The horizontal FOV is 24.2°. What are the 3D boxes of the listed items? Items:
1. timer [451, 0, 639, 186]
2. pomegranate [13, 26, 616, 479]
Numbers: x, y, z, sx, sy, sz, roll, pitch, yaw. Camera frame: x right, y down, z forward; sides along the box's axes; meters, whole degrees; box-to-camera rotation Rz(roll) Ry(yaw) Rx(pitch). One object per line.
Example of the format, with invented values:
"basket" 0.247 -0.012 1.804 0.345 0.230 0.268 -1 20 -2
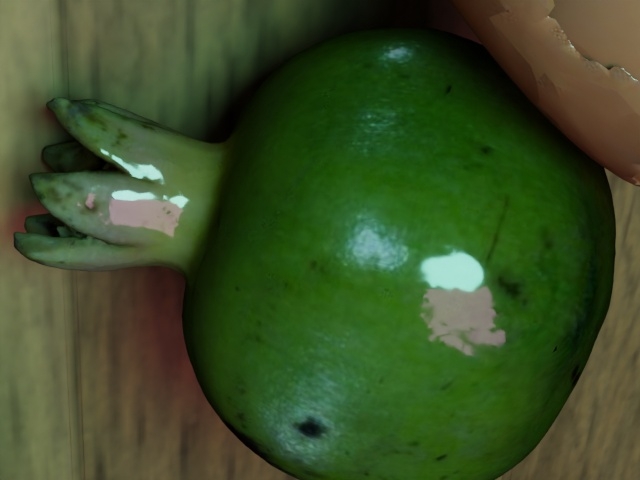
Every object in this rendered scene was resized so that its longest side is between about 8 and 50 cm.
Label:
"timer" 0.145 -0.132 0.504 0.215 0.229 0.230 -38 136 14
"pomegranate" -0.001 0.001 0.573 0.225 0.187 0.187 17 118 -9
